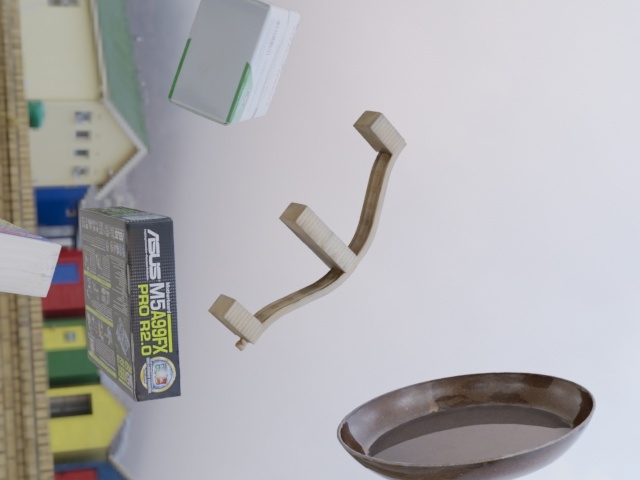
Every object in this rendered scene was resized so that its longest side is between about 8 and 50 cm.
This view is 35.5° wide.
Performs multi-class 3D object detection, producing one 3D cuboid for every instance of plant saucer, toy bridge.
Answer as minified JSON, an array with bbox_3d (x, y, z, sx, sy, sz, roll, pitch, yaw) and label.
[{"bbox_3d":[0.175,0.229,1.204,0.310,0.310,0.050,-161,-118,-71],"label":"plant saucer"},{"bbox_3d":[0.000,0.000,0.691,0.188,0.063,0.026,-53,-150,-14],"label":"toy bridge"}]

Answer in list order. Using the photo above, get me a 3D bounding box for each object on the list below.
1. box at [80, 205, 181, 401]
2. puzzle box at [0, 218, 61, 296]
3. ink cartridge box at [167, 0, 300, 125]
[{"bbox_3d":[-0.248,0.070,1.281,0.270,0.060,0.216,-170,-104,-65],"label":"box"},{"bbox_3d":[-0.449,-0.038,0.790,0.272,0.409,0.052,19,-87,38],"label":"puzzle box"},{"bbox_3d":[-0.104,-0.235,1.266,0.208,0.086,0.153,-46,158,-77],"label":"ink cartridge box"}]
